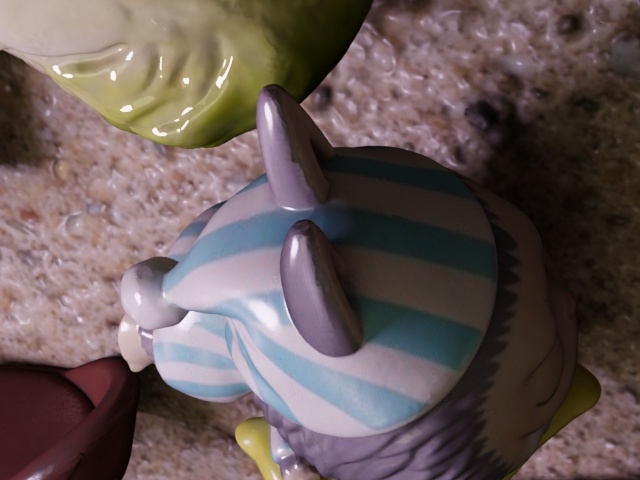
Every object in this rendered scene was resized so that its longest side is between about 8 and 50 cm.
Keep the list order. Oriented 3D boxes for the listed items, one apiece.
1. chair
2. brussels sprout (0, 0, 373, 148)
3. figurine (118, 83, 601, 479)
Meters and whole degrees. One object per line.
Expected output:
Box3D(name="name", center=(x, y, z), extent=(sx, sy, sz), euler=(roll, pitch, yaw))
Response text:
Box3D(name="chair", center=(-0.274, 0.273, 1.754), extent=(0.226, 0.226, 0.401), euler=(15, 125, 14))
Box3D(name="brussels sprout", center=(-0.101, -0.194, 1.338), extent=(0.316, 0.243, 0.274), euler=(-25, 147, 0))
Box3D(name="figurine", center=(0.000, 0.000, 1.380), extent=(0.361, 0.266, 0.378), euler=(21, 146, 29))
